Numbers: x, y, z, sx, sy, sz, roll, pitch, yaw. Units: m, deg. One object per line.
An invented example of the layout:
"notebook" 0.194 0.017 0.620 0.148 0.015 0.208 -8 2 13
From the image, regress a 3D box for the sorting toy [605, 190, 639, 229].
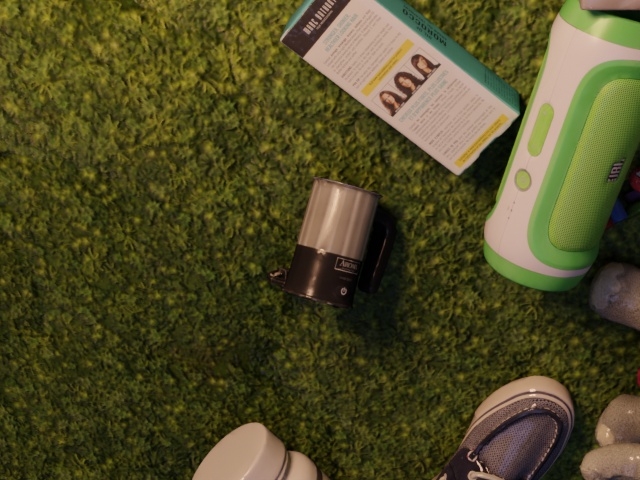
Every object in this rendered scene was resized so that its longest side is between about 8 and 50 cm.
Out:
"sorting toy" 0.326 -0.040 1.249 0.102 0.061 0.042 -26 81 15

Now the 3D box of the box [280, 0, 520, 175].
"box" 0.086 -0.182 1.185 0.244 0.060 0.100 36 120 -14

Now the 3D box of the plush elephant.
"plush elephant" 0.405 0.225 1.222 0.330 0.255 0.272 18 129 29

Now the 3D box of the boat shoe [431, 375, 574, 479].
"boat shoe" 0.210 0.333 1.430 0.127 0.158 0.340 26 122 -8

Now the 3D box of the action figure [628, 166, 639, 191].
"action figure" 0.454 -0.087 1.148 0.280 0.139 0.091 -18 116 22

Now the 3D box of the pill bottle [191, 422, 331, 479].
"pill bottle" -0.033 0.385 1.499 0.161 0.161 0.283 -33 112 25

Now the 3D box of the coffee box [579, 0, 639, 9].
"coffee box" 0.389 -0.306 1.026 0.297 0.119 0.168 2 121 8

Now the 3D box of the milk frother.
"milk frother" 0.000 0.000 1.299 0.143 0.129 0.135 15 89 32

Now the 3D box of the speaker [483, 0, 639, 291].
"speaker" 0.262 -0.099 1.160 0.131 0.131 0.296 15 117 0
